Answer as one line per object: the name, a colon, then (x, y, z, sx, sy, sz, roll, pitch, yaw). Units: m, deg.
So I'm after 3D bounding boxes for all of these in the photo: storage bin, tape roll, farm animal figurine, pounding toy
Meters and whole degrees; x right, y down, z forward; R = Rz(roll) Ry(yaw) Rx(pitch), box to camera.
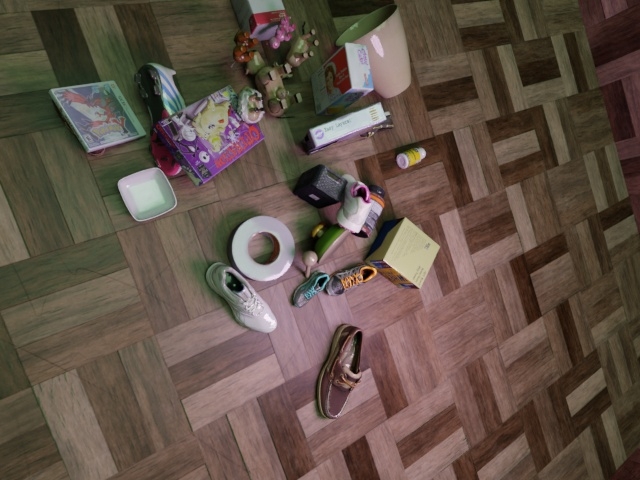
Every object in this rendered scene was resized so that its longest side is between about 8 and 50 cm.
storage bin: (-0.003, -0.185, 1.466, 0.122, 0.180, 0.084, 30, 73, -21)
tape roll: (-0.201, 0.028, 1.415, 0.219, 0.072, 0.219, 2, 86, -27)
farm animal figurine: (-0.165, -0.575, 1.430, 0.330, 0.172, 0.326, -18, 107, -37)
pounding toy: (0.000, 0.000, 1.483, 0.110, 0.183, 0.237, 43, 71, 10)

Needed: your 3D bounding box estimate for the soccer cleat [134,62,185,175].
soccer cleat: (-0.461, -0.373, 1.293, 0.143, 0.116, 0.331, -37, 123, -61)

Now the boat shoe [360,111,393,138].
boat shoe: (0.199, -0.441, 1.640, 0.228, 0.081, 0.068, -28, 95, -28)

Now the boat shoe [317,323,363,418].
boat shoe: (0.085, 0.473, 1.496, 0.123, 0.123, 0.342, 24, 76, -23)

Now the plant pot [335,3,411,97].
plant pot: (0.236, -0.700, 1.605, 0.256, 0.256, 0.274, -50, 124, -20)

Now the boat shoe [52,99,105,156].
boat shoe: (-0.690, -0.341, 1.198, 0.073, 0.073, 0.207, -38, 102, -20)

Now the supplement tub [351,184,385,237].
supplement tub: (0.178, -0.114, 1.595, 0.106, 0.106, 0.197, 33, 72, -21)

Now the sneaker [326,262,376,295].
sneaker: (0.116, 0.142, 1.559, 0.215, 0.083, 0.084, -28, 100, -24)

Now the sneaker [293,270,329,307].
sneaker: (-0.030, 0.170, 1.487, 0.065, 0.076, 0.166, 46, 69, -16)

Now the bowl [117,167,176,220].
bowl: (-0.526, -0.137, 1.275, 0.142, 0.053, 0.142, -27, 98, -25)

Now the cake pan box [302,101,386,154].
cake pan box: (0.068, -0.379, 1.444, 0.267, 0.246, 0.070, -23, 96, -6)

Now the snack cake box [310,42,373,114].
snack cake box: (0.069, -0.561, 1.481, 0.089, 0.264, 0.152, -8, 90, -27)

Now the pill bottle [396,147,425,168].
pill bottle: (0.377, -0.345, 1.731, 0.116, 0.065, 0.065, -26, 98, -26)

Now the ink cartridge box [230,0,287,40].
ink cartridge box: (-0.214, -0.800, 1.433, 0.127, 0.128, 0.176, -24, 97, -26)

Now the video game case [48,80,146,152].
video game case: (-0.632, -0.362, 1.205, 0.183, 0.023, 0.201, 61, 38, -10)

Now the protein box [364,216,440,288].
protein box: (0.319, 0.053, 1.635, 0.201, 0.136, 0.199, 36, 71, -19)

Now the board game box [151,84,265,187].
board game box: (-0.331, -0.335, 1.303, 0.208, 0.056, 0.347, 59, 40, -21)

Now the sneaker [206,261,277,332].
sneaker: (-0.247, 0.195, 1.349, 0.297, 0.129, 0.111, 48, 66, -17)

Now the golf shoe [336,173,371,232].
golf shoe: (0.124, -0.160, 1.469, 0.115, 0.140, 0.306, 20, 36, -19)
